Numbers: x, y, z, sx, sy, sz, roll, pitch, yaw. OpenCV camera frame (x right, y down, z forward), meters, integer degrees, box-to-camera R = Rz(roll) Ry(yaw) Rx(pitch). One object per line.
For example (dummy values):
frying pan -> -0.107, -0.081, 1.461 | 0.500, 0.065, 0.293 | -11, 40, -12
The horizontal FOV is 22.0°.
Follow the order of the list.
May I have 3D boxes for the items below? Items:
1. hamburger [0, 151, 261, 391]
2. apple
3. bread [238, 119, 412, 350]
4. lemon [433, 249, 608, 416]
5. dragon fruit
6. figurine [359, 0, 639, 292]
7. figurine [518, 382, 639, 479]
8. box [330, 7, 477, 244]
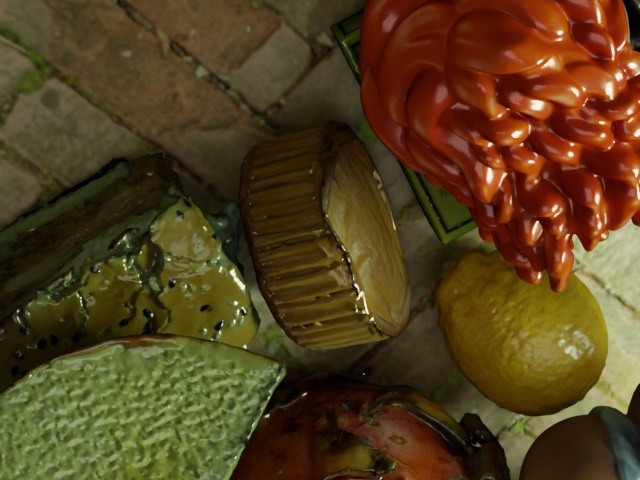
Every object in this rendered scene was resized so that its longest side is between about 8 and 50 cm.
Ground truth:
hamburger -> -0.181, 0.056, 1.433 | 0.288, 0.167, 0.192 | -33, 112, 4
apple -> -0.169, 0.221, 1.316 | 0.254, 0.179, 0.346 | 36, 79, -49
bread -> 0.000, 0.000, 1.433 | 0.104, 0.199, 0.199 | -15, 115, 18
lemon -> 0.183, 0.079, 1.514 | 0.187, 0.142, 0.142 | 42, 101, -11
dragon fruit -> 0.014, 0.234, 1.504 | 0.315, 0.250, 0.250 | -19, 114, -3
figurine -> 0.222, -0.137, 1.342 | 0.412, 0.241, 0.306 | -20, 112, -39
figurine -> 0.370, 0.144, 1.388 | 0.248, 0.277, 0.388 | -23, 145, -46
box -> 0.119, -0.124, 1.461 | 0.141, 0.064, 0.220 | -27, 112, 2
